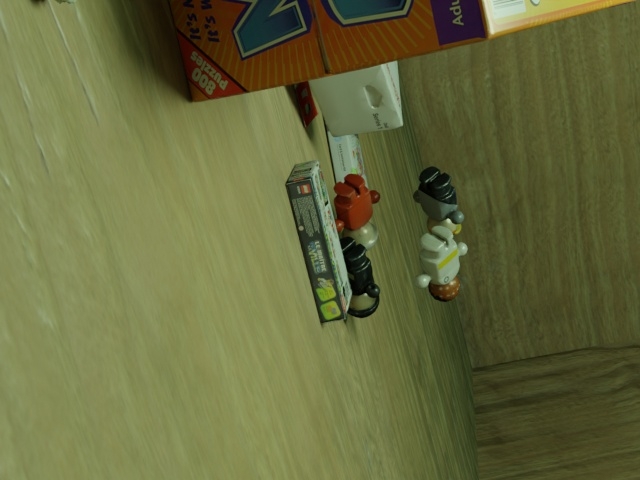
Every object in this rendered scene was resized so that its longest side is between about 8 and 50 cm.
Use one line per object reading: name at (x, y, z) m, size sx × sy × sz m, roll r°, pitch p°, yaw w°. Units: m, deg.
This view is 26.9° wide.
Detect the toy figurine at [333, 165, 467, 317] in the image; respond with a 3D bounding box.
toy figurine at (0.119, 0.005, 2.056) m, size 0.148 × 0.209 × 0.213 m, roll 77°, pitch 8°, yaw -45°

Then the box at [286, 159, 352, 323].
box at (0.000, 0.000, 1.877) m, size 0.114 × 0.036 × 0.207 m, roll -69°, pitch 146°, yaw -73°

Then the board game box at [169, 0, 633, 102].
board game box at (0.068, -0.369, 1.393) m, size 0.356 × 0.356 × 0.356 m, roll -23°, pitch 102°, yaw -52°

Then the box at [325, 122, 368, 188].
box at (0.046, -0.145, 2.313) m, size 0.145 × 0.038 × 0.186 m, roll 24°, pitch 56°, yaw -78°

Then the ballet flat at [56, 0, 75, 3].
ballet flat at (-0.189, -0.293, 1.006) m, size 0.091 × 0.077 × 0.241 m, roll 31°, pitch 48°, yaw -76°

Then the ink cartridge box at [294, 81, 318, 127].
ink cartridge box at (-0.018, -0.276, 2.083) m, size 0.145 × 0.045 × 0.179 m, roll -62°, pitch 137°, yaw -74°

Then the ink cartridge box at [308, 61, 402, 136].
ink cartridge box at (0.043, -0.326, 2.028) m, size 0.201 × 0.117 × 0.278 m, roll 63°, pitch 21°, yaw -59°
